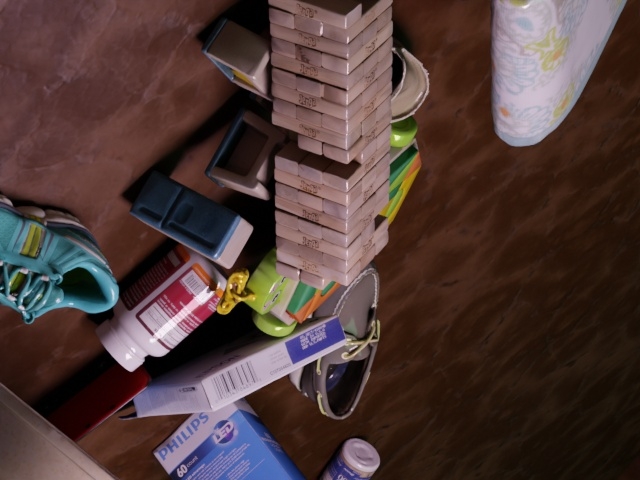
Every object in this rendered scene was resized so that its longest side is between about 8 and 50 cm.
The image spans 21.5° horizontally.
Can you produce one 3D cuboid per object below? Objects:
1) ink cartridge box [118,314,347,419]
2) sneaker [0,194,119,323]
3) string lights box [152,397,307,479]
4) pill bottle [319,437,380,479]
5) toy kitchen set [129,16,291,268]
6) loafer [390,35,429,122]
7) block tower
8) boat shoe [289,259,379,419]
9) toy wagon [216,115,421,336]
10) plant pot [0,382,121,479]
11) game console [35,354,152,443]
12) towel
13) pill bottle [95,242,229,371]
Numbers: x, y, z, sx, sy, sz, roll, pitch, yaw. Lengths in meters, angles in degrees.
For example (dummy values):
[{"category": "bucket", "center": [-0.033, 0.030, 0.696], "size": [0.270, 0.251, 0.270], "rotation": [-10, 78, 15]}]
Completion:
[{"category": "ink cartridge box", "center": [-0.116, 0.156, 2.082], "size": [0.223, 0.045, 0.224], "rotation": [-24, -174, -37]}, {"category": "sneaker", "center": [-0.298, 0.022, 1.632], "size": [0.275, 0.110, 0.107], "rotation": [4, 130, -55]}, {"category": "string lights box", "center": [-0.092, 0.335, 2.227], "size": [0.133, 0.260, 0.077], "rotation": [-43, 153, 7]}, {"category": "pill bottle", "center": [0.040, 0.378, 2.694], "size": [0.067, 0.067, 0.120], "rotation": [-9, 140, -47]}, {"category": "toy kitchen set", "center": [-0.118, -0.106, 1.710], "size": [0.207, 0.122, 0.166], "rotation": [-60, 154, -6]}, {"category": "loafer", "center": [0.051, -0.174, 1.815], "size": [0.102, 0.092, 0.268], "rotation": [-46, 154, 11]}, {"category": "block tower", "center": [0.012, -0.110, 1.691], "size": [0.097, 0.091, 0.335], "rotation": [-46, 146, -42]}, {"category": "boat shoe", "center": [0.035, 0.128, 2.266], "size": [0.109, 0.091, 0.305], "rotation": [-25, 150, -29]}, {"category": "toy wagon", "center": [0.000, 0.000, 1.953], "size": [0.344, 0.068, 0.267], "rotation": [-43, 164, -48]}, {"category": "plant pot", "center": [-0.336, 0.333, 1.708], "size": [0.305, 0.334, 0.334], "rotation": [-50, 156, -10]}, {"category": "game console", "center": [-0.259, 0.201, 1.992], "size": [0.144, 0.085, 0.124], "rotation": [-37, 154, -6]}, {"category": "towel", "center": [0.271, -0.316, 1.747], "size": [0.374, 0.090, 0.320], "rotation": [-62, 161, -17]}, {"category": "pill bottle", "center": [-0.177, 0.074, 1.904], "size": [0.152, 0.086, 0.086], "rotation": [-41, 154, 2]}]
